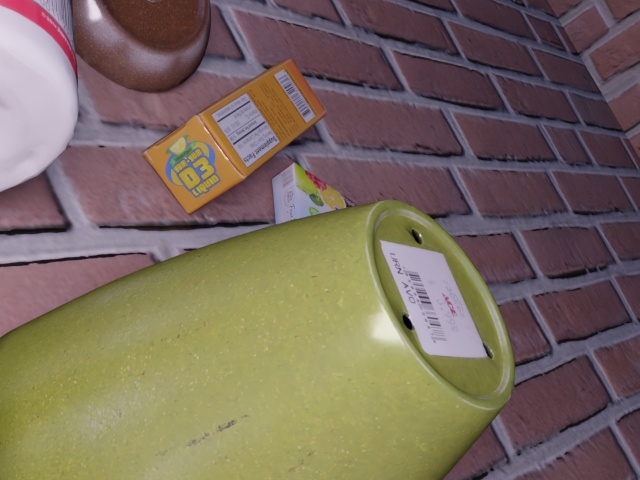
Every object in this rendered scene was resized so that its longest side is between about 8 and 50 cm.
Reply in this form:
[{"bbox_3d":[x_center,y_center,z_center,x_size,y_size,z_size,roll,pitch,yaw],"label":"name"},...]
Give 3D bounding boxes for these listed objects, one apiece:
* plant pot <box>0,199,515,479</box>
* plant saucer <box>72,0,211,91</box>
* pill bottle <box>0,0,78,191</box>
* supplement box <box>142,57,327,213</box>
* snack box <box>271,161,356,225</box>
[{"bbox_3d":[-0.035,0.107,0.682,0.274,0.293,0.275,37,35,-31],"label":"plant pot"},{"bbox_3d":[-0.173,-0.242,1.033,0.198,0.036,0.199,17,66,-43],"label":"plant saucer"},{"bbox_3d":[-0.268,-0.201,0.764,0.176,0.176,0.319,25,41,-43],"label":"pill bottle"},{"bbox_3d":[-0.077,-0.108,1.062,0.080,0.078,0.233,57,29,-5],"label":"supplement box"},{"bbox_3d":[0.000,0.000,1.108,0.100,0.037,0.141,31,37,-36],"label":"snack box"}]
